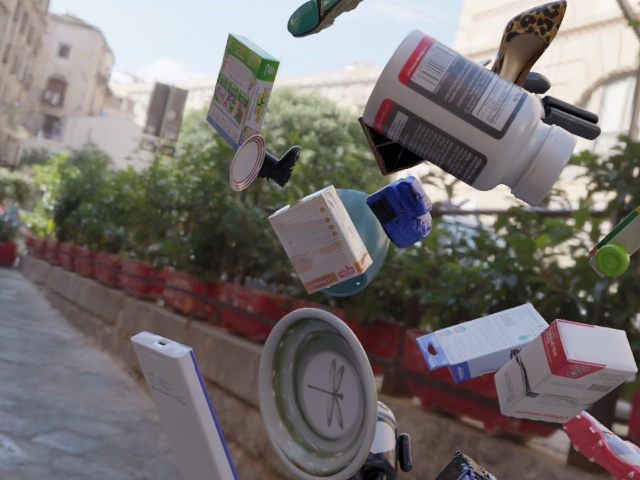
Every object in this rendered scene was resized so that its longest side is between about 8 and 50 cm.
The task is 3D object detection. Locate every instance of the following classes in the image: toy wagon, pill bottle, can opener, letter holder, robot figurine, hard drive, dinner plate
[{"bbox_3d":[0.613,-0.065,1.472,0.267,0.344,0.068,-24,68,-47],"label":"toy wagon"},{"bbox_3d":[0.242,-0.189,1.376,0.318,0.176,0.176,32,-2,5],"label":"pill bottle"},{"bbox_3d":[0.562,-0.321,2.020,0.283,0.076,0.095,16,-35,-22],"label":"can opener"},{"bbox_3d":[0.281,-0.296,2.012,0.301,0.152,0.214,-34,16,-37],"label":"letter holder"},{"bbox_3d":[0.123,0.562,2.294,0.173,0.278,0.209,-28,-52,29],"label":"robot figurine"},{"bbox_3d":[-0.250,0.335,1.601,0.040,0.319,0.210,-26,19,-31],"label":"hard drive"},{"bbox_3d":[-0.173,-0.182,1.978,0.017,0.141,0.141,27,2,21],"label":"dinner plate"}]

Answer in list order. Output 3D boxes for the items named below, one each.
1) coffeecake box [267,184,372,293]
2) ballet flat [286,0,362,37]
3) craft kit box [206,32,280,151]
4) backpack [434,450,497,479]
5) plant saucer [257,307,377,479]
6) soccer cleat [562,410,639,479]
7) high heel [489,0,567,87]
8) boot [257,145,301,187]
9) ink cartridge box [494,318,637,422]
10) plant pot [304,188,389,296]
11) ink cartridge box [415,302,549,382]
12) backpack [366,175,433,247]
[{"bbox_3d":[0.000,0.000,1.775,0.142,0.186,0.068,-22,10,30],"label":"coffeecake box"},{"bbox_3d":[0.014,-0.350,1.303,0.052,0.057,0.168,8,-18,-37],"label":"ballet flat"},{"bbox_3d":[-0.205,-0.382,2.193,0.060,0.247,0.250,3,25,-29],"label":"craft kit box"},{"bbox_3d":[0.360,0.623,2.060,0.173,0.158,0.117,37,8,-20],"label":"backpack"},{"bbox_3d":[0.011,0.353,1.963,0.100,0.401,0.400,0,6,-42],"label":"plant saucer"},{"bbox_3d":[0.637,0.455,1.874,0.248,0.083,0.095,43,39,21],"label":"soccer cleat"},{"bbox_3d":[0.361,-0.302,1.547,0.093,0.186,0.261,23,-41,-24],"label":"high heel"},{"bbox_3d":[-0.111,-0.195,2.069,0.099,0.121,0.045,30,26,7],"label":"boot"},{"bbox_3d":[0.490,0.271,1.732,0.171,0.100,0.237,11,-40,-20],"label":"ink cartridge box"},{"bbox_3d":[0.051,0.033,2.276,0.290,0.196,0.290,-2,-42,-2],"label":"plant pot"},{"bbox_3d":[0.402,0.255,2.086,0.310,0.065,0.186,-15,20,-1],"label":"ink cartridge box"},{"bbox_3d":[0.157,-0.052,1.587,0.101,0.120,0.098,-28,1,34],"label":"backpack"}]
